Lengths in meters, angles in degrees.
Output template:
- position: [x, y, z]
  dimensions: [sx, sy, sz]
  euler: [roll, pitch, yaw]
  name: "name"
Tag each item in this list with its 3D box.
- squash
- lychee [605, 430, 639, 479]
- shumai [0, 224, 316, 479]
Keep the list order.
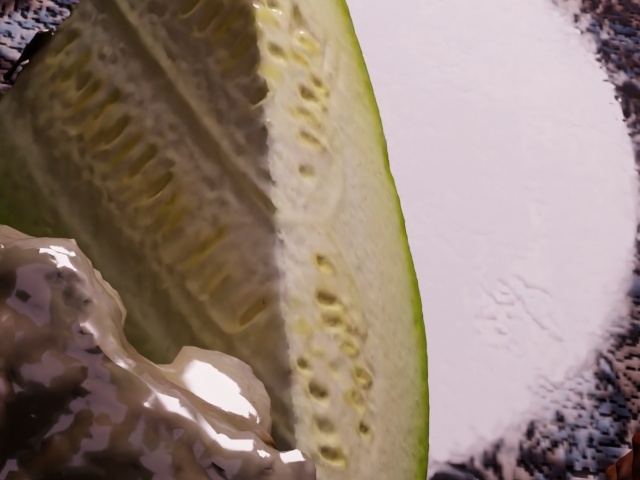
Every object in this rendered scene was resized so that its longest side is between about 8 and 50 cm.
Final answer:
- position: [0.000, 0.000, 0.640]
  dimensions: [0.288, 0.203, 0.111]
  euler: [48, 15, 31]
  name: "squash"
- position: [0.206, 0.129, 0.489]
  dimensions: [0.264, 0.264, 0.300]
  euler: [13, 44, -2]
  name: "lychee"
- position: [-0.173, 0.092, 0.515]
  dimensions: [0.283, 0.217, 0.346]
  euler: [18, 50, -29]
  name: "shumai"
